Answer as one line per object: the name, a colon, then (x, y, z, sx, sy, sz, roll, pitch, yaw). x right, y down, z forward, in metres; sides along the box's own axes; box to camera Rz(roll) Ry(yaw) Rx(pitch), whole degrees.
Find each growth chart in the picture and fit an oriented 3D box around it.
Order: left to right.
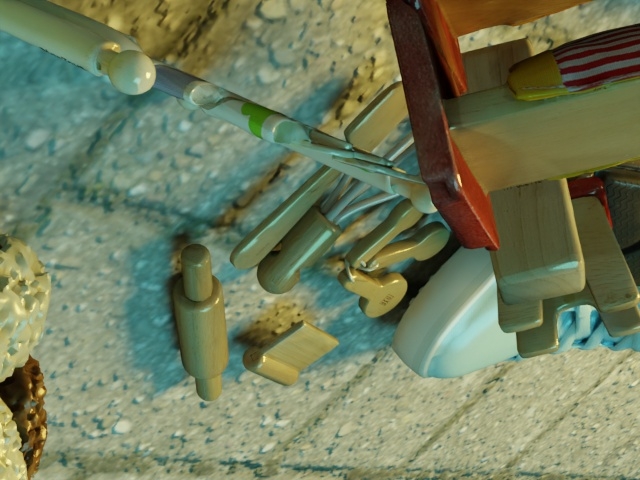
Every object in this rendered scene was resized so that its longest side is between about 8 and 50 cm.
growth chart: (-0.054, -0.062, 0.582, 0.237, 0.172, 0.021, 18, 97, -58)

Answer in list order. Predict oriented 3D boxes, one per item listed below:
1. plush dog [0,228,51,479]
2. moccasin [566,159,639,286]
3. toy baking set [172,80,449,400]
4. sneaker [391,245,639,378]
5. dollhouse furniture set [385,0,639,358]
plush dog: (-0.219, 0.140, 0.691, 0.262, 0.211, 0.225, -29, 174, -14)
moccasin: (0.265, -0.059, 0.939, 0.380, 0.147, 0.139, -3, 150, -15)
toy baking set: (-0.006, 0.004, 0.863, 0.196, 0.030, 0.256, -31, 151, -15)
sneaker: (0.231, 0.028, 1.024, 0.366, 0.150, 0.135, -26, 148, -19)
dollhouse furniture set: (0.159, -0.066, 0.680, 0.201, 0.152, 0.374, -13, 163, 11)
